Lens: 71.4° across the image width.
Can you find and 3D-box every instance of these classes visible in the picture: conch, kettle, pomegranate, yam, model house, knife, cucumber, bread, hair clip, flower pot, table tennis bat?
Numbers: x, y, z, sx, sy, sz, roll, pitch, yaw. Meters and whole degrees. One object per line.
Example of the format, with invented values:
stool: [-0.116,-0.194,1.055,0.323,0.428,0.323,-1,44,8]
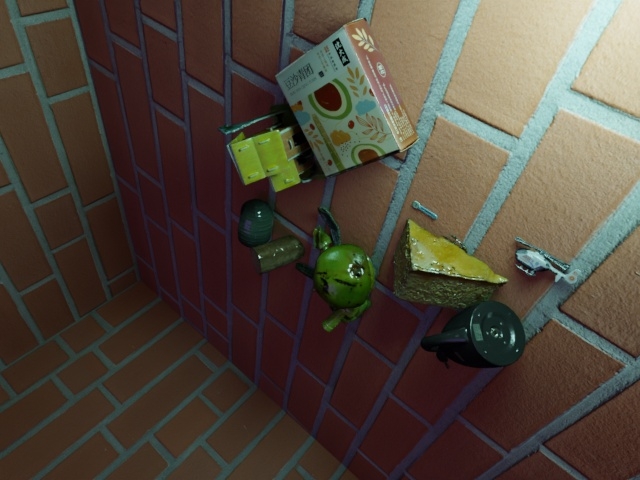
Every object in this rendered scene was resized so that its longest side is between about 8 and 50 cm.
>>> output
conch: [0.000,0.000,1.886,0.089,0.074,0.121,-28,76,22]
kettle: [0.489,0.334,1.518,0.290,0.268,0.208,135,134,-63]
pomegranate: [0.075,0.154,1.795,0.261,0.260,0.340,54,139,-3]
yam: [-0.201,0.059,2.029,0.128,0.238,0.129,52,145,24]
model house: [-0.220,-0.310,1.651,0.339,0.323,0.301,9,126,42]
knife: [0.349,-0.100,1.490,0.096,0.010,0.027,36,141,20]
cucumber: [-0.023,0.168,2.081,0.256,0.043,0.044,30,133,28]
bread: [0.416,0.079,1.529,0.314,0.279,0.249,3,138,-8]
hair clip: [0.046,-0.047,1.831,0.066,0.036,0.229,5,126,44]
flower pot: [-0.298,-0.075,2.045,0.157,0.189,0.243,6,130,-7]
table tennis bat: [0.505,0.490,1.825,0.050,0.007,0.083,-24,100,52]

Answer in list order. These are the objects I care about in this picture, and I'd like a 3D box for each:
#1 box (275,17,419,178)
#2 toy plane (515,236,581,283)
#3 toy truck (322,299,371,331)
box: [0.077,-0.424,1.409,0.344,0.122,0.386,-11,111,50]
toy plane: [0.642,0.068,1.290,0.197,0.053,0.078,35,132,27]
toy truck: [0.108,0.291,1.929,0.148,0.210,0.187,48,125,5]
